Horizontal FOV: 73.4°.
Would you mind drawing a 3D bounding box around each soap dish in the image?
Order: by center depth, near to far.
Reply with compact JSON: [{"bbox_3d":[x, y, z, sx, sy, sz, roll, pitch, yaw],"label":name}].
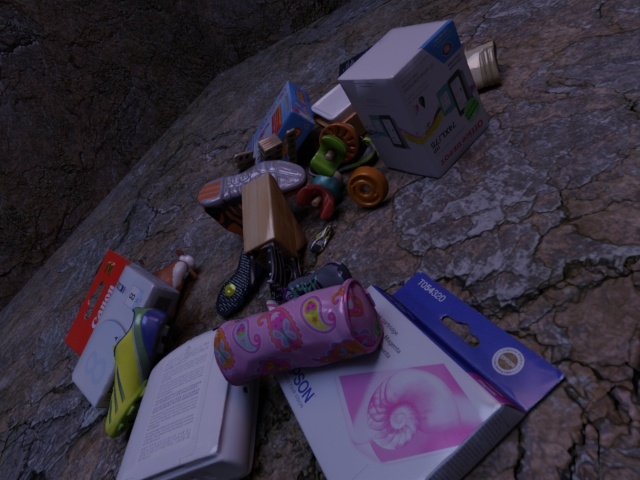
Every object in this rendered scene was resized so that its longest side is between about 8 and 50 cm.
[{"bbox_3d":[0.126,-0.442,1.375,0.290,0.118,0.229,-39,33,0],"label":"soap dish"}]

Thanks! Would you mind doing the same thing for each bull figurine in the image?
[{"bbox_3d":[-0.462,0.162,1.232,0.188,0.101,0.311,-27,34,23],"label":"bull figurine"}]

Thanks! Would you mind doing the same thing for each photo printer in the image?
[{"bbox_3d":[-0.236,0.312,0.824,0.255,0.107,0.308,-28,34,17],"label":"photo printer"}]

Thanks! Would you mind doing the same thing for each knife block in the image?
[{"bbox_3d":[-0.127,-0.008,0.995,0.088,0.276,0.242,-25,6,19],"label":"knife block"}]

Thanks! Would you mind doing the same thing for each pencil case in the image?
[{"bbox_3d":[-0.045,0.153,0.705,0.284,0.124,0.124,-22,36,29],"label":"pencil case"}]

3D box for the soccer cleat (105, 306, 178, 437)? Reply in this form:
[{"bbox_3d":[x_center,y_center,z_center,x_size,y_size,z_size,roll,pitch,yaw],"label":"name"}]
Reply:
[{"bbox_3d":[-0.421,0.288,0.963,0.121,0.093,0.289,20,86,7],"label":"soccer cleat"}]

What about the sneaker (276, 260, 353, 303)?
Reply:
[{"bbox_3d":[-0.014,0.100,0.822,0.098,0.083,0.223,-21,-4,-23],"label":"sneaker"}]

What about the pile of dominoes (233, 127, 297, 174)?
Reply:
[{"bbox_3d":[-0.146,-0.210,1.265,0.195,0.251,0.040,-31,70,-14],"label":"pile of dominoes"}]

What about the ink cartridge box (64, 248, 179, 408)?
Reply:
[{"bbox_3d":[-0.567,0.202,1.129,0.384,0.091,0.308,20,84,36],"label":"ink cartridge box"}]

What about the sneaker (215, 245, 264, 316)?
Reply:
[{"bbox_3d":[-0.187,0.100,1.087,0.069,0.082,0.210,23,82,24],"label":"sneaker"}]

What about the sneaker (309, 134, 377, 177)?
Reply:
[{"bbox_3d":[0.054,-0.247,1.227,0.234,0.097,0.084,-10,42,36],"label":"sneaker"}]

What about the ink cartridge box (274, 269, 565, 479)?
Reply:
[{"bbox_3d":[0.114,0.203,0.655,0.330,0.071,0.324,-43,33,-4],"label":"ink cartridge box"}]

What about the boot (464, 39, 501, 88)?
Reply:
[{"bbox_3d":[0.374,-0.497,1.180,0.203,0.095,0.262,-17,59,28],"label":"boot"}]

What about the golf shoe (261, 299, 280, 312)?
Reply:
[{"bbox_3d":[-0.063,0.173,0.876,0.085,0.068,0.186,-20,29,-18],"label":"golf shoe"}]

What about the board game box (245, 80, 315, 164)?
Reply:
[{"bbox_3d":[-0.149,-0.347,1.454,0.302,0.086,0.308,-50,27,26],"label":"board game box"}]

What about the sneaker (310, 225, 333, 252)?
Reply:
[{"bbox_3d":[0.000,0.000,1.049,0.083,0.031,0.035,-50,21,-24],"label":"sneaker"}]

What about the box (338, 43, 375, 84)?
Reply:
[{"bbox_3d":[0.154,-0.618,1.582,0.158,0.093,0.156,-22,37,23],"label":"box"}]

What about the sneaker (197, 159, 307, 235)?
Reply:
[{"bbox_3d":[-0.167,-0.112,1.216,0.320,0.180,0.125,-9,52,18],"label":"sneaker"}]

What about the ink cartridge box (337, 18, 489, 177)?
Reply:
[{"bbox_3d":[0.219,-0.320,0.997,0.198,0.270,0.197,-46,35,-11],"label":"ink cartridge box"}]

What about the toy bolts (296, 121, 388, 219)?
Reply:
[{"bbox_3d":[0.064,-0.166,1.097,0.229,0.218,0.158,-54,2,42],"label":"toy bolts"}]

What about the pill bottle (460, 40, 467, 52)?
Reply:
[{"bbox_3d":[0.413,-0.594,1.348,0.083,0.043,0.043,11,57,50],"label":"pill bottle"}]
